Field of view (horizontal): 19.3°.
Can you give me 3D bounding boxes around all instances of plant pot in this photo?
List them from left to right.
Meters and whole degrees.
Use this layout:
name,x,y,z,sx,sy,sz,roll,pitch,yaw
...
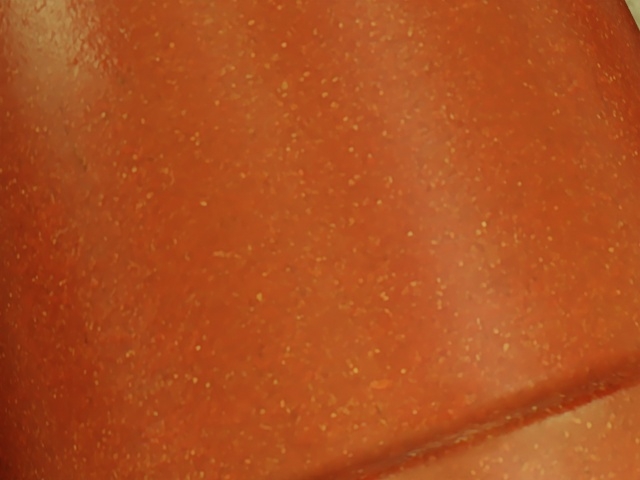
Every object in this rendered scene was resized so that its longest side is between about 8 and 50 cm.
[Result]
name,x,y,z,sx,sy,sz,roll,pitch,yaw
plant pot,0.000,0.000,0.556,0.272,0.272,0.265,-17,84,-31
